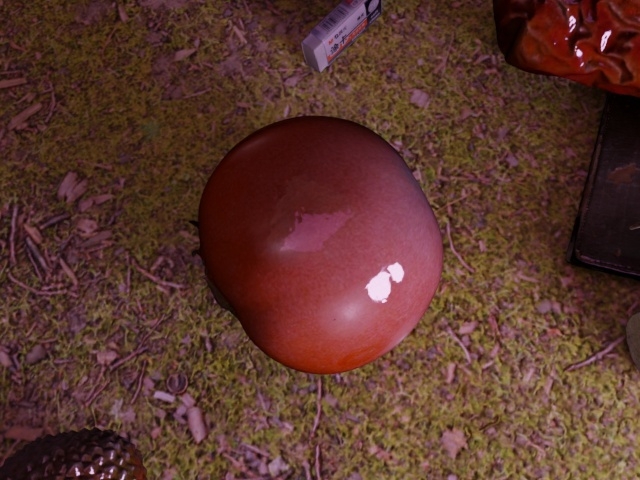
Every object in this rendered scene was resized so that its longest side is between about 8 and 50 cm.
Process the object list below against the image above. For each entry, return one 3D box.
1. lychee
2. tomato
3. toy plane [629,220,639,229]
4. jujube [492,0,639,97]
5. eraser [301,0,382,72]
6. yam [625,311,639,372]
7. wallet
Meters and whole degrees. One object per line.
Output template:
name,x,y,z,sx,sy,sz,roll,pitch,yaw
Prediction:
lychee,-0.248,0.269,0.711,0.165,0.165,0.197,29,75,16
tomato,0.000,0.000,0.742,0.225,0.256,0.255,-31,68,12
toy plane,0.449,-0.068,0.773,0.286,0.092,0.108,-33,91,-17
jujube,0.362,-0.246,0.820,0.342,0.216,0.216,10,71,17
eraser,0.029,-0.270,0.944,0.029,0.052,0.122,41,79,21
yam,0.439,0.059,0.748,0.259,0.093,0.093,-26,68,-4
wallet,0.358,-0.061,0.837,0.122,0.031,0.232,15,69,16
